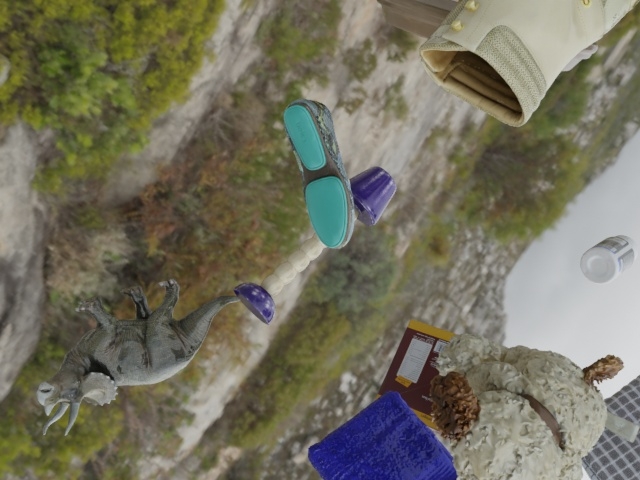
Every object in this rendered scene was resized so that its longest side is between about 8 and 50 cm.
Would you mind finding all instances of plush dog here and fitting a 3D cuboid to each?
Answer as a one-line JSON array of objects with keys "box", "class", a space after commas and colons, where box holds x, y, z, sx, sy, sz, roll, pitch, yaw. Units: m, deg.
[{"box": [0.243, 0.230, 0.902, 0.225, 0.262, 0.210, -29, 173, -45], "class": "plush dog"}]

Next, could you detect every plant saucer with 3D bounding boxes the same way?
[{"box": [0.197, -0.260, 0.926, 0.278, 0.278, 0.041, -40, 147, -63], "class": "plant saucer"}]

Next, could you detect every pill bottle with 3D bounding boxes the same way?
[{"box": [0.596, 0.036, 1.551, 0.137, 0.078, 0.078, -20, 145, -46], "class": "pill bottle"}]

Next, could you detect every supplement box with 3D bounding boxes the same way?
[{"box": [0.251, 0.296, 1.554, 0.129, 0.191, 0.194, 41, 71, -50], "class": "supplement box"}]

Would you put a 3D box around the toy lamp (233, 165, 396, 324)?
[{"box": [0.000, 0.000, 1.072, 0.274, 0.080, 0.080, -45, 168, -14], "class": "toy lamp"}]

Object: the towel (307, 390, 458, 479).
[{"box": [0.153, 0.408, 1.269, 0.228, 0.308, 0.076, -27, 151, -40], "class": "towel"}]

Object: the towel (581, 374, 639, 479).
[{"box": [0.561, 0.355, 1.207, 0.235, 0.283, 0.121, -33, 133, -1], "class": "towel"}]

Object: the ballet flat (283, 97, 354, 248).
[{"box": [0.009, -0.085, 0.933, 0.070, 0.070, 0.188, -40, 118, -63], "class": "ballet flat"}]

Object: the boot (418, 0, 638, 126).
[{"box": [0.151, -0.254, 0.713, 0.203, 0.262, 0.095, -47, -177, -15], "class": "boot"}]

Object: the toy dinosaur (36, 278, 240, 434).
[{"box": [-0.264, 0.149, 1.094, 0.313, 0.160, 0.121, -15, -175, -27], "class": "toy dinosaur"}]
